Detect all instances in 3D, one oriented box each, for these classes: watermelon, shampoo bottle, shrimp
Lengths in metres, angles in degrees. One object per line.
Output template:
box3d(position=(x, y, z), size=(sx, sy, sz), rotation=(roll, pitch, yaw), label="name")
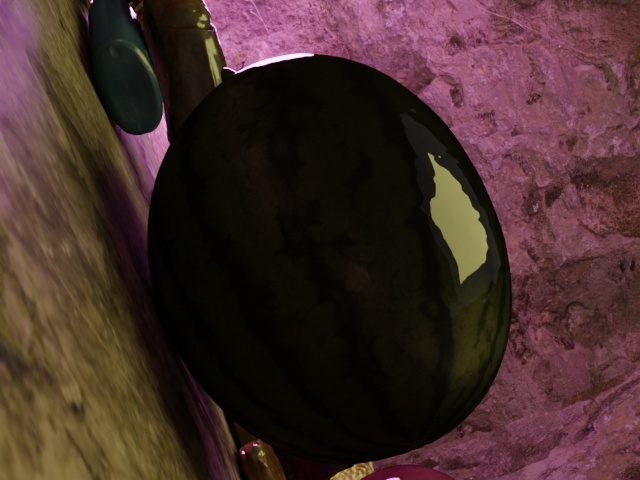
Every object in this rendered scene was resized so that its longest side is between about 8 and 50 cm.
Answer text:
box3d(position=(0.000, 0.000, 0.594), size=(0.279, 0.278, 0.360), rotation=(76, -9, -56), label="watermelon")
box3d(position=(-0.228, -0.217, 0.824), size=(0.258, 0.061, 0.104), rotation=(-119, -167, -53), label="shampoo bottle")
box3d(position=(-0.154, -0.150, 0.857), size=(0.247, 0.085, 0.361), rotation=(125, -51, -64), label="shrimp")

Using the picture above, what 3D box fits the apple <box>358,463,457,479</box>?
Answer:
box3d(position=(0.138, 0.486, 1.050), size=(0.306, 0.305, 0.235), rotation=(65, -32, 34), label="apple")

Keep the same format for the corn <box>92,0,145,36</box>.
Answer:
box3d(position=(-0.291, -0.352, 1.120), size=(0.098, 0.098, 0.290), rotation=(65, 2, 33), label="corn")

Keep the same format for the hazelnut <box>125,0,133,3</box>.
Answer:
box3d(position=(-0.248, -0.393, 0.925), size=(0.208, 0.208, 0.208), rotation=(158, -90, -85), label="hazelnut")

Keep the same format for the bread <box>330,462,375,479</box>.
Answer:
box3d(position=(-0.030, 0.321, 1.247), size=(0.178, 0.142, 0.266), rotation=(13, 43, -44), label="bread")

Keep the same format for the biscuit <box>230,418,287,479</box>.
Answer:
box3d(position=(-0.050, 0.246, 0.720), size=(0.153, 0.030, 0.235), rotation=(82, -15, -65), label="biscuit")

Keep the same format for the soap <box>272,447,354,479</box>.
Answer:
box3d(position=(-0.027, 0.186, 0.896), size=(0.162, 0.099, 0.250), rotation=(31, 25, -47), label="soap")

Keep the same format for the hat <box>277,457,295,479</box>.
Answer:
box3d(position=(-0.042, 0.264, 0.967), size=(0.138, 0.077, 0.191), rotation=(77, -11, -61), label="hat")

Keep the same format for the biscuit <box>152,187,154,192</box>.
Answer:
box3d(position=(-0.173, -0.026, 0.898), size=(0.176, 0.031, 0.229), rotation=(62, -2, 21), label="biscuit")
